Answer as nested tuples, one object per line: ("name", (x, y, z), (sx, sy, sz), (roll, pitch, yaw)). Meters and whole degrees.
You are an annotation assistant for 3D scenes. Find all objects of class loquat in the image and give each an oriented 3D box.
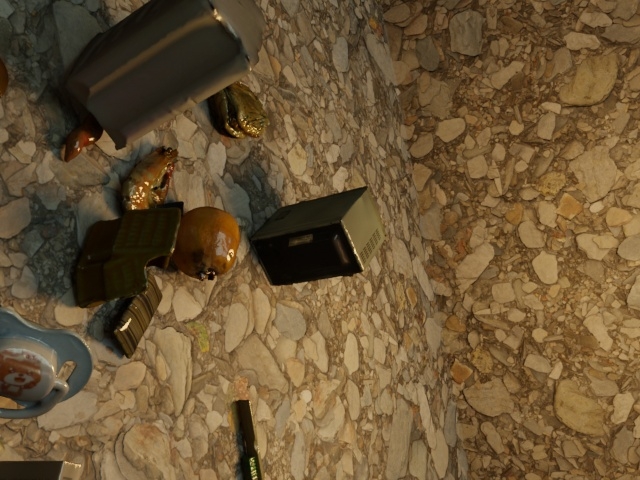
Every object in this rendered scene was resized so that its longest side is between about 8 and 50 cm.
("loquat", (-0.312, 0.008, 1.686), (0.176, 0.187, 0.234), (52, 30, -49))

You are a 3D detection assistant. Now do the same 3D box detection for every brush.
("brush", (-0.206, 0.602, 1.794), (0.048, 0.054, 0.282), (-5, 84, -47))

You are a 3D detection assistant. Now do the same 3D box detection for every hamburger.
("hamburger", (-0.272, -0.416, 1.993), (0.183, 0.130, 0.206), (6, 56, -60))

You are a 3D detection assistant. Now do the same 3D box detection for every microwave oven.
("microwave oven", (0.000, 0.000, 2.049), (0.218, 0.355, 0.286), (66, 32, -21))

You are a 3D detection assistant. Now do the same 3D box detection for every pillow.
("pillow", (-0.447, 0.177, 1.530), (0.203, 0.038, 0.113), (-71, 161, -44))

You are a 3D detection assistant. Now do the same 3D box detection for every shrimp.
("shrimp", (-0.442, -0.154, 1.661), (0.294, 0.062, 0.154), (-67, 147, -41))

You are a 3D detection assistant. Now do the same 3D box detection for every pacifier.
("pacifier", (-0.590, 0.215, 1.206), (0.279, 0.227, 0.207), (29, 20, -30))

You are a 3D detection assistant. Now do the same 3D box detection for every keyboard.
("keyboard", (-0.412, -0.076, 1.681), (0.155, 0.010, 0.053), (-23, 123, -72))

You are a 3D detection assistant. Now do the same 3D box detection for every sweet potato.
("sweet potato", (-0.558, -0.264, 1.499), (0.058, 0.055, 0.202), (30, 47, -14))

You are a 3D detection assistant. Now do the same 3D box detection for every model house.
("model house", (-0.419, 0.036, 1.446), (0.173, 0.239, 0.268), (42, 44, -46))

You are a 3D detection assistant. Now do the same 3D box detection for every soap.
("soap", (-0.355, -0.455, 1.483), (0.213, 0.435, 0.350), (53, 27, -31))

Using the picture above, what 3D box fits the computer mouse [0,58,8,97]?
("computer mouse", (-0.734, -0.380, 1.246), (0.245, 0.056, 0.126), (52, 40, -40))

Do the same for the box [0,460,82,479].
("box", (-0.544, 0.576, 1.082), (0.051, 0.205, 0.365), (40, 47, -47))
